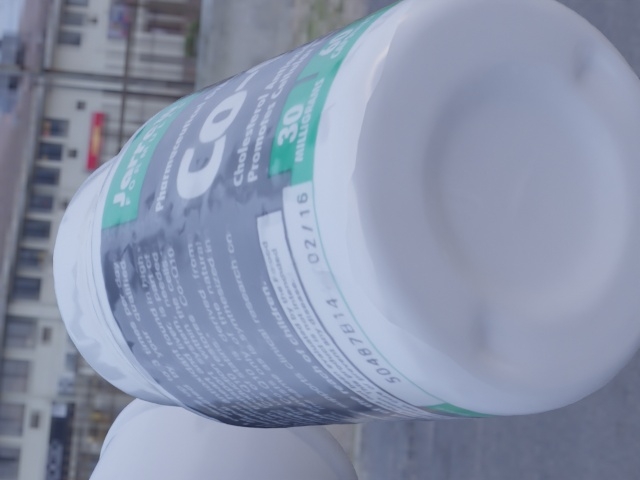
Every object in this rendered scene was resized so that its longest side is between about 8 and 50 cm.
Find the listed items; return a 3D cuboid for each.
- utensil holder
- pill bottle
[{"bbox_3d":[-0.150,0.397,1.753,0.385,0.327,0.327,-66,-13,-56],"label":"utensil holder"},{"bbox_3d":[0.000,0.000,0.852,0.361,0.204,0.204,-14,69,57],"label":"pill bottle"}]
